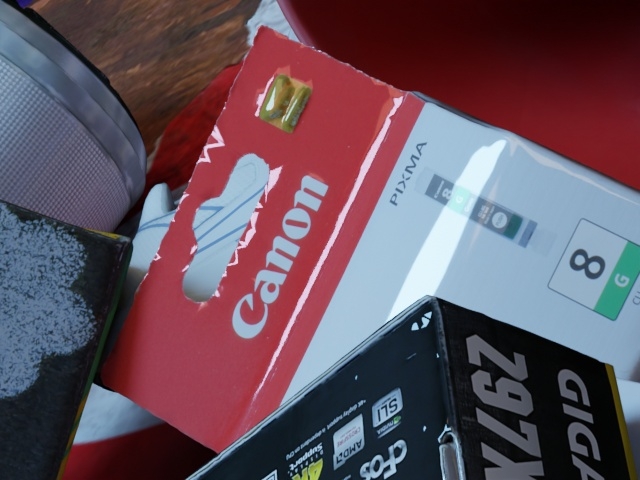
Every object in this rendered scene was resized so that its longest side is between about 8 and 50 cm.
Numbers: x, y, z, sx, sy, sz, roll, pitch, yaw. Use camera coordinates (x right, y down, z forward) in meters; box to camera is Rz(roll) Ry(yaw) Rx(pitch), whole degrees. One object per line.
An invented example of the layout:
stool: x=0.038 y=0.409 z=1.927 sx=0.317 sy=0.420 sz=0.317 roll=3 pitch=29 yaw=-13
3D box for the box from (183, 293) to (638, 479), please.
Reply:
box: x=-0.027 y=0.205 z=0.497 sx=0.322 sy=0.079 sz=0.257 roll=-41 pitch=41 yaw=37

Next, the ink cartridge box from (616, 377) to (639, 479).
ink cartridge box: x=0.116 y=0.099 z=0.548 sx=0.088 sy=0.122 sz=0.052 roll=9 pitch=59 yaw=53

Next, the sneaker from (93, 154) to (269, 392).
sneaker: x=0.000 y=0.000 z=0.782 sx=0.297 sy=0.111 sz=0.129 roll=-13 pitch=66 yaw=37

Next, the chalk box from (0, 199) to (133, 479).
chalk box: x=-0.219 y=0.113 z=0.773 sx=0.179 sy=0.180 sz=0.289 roll=161 pitch=127 yaw=-79

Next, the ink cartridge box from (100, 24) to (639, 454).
ink cartridge box: x=0.020 y=0.030 z=0.654 sx=0.225 sy=0.056 sz=0.181 roll=28 pitch=96 yaw=21

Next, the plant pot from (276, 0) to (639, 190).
plant pot: x=0.146 y=-0.167 z=0.739 sx=0.275 sy=0.275 sz=0.243 roll=5 pitch=44 yaw=51

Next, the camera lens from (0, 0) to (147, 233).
camera lens: x=-0.258 y=-0.015 z=1.018 sx=0.219 sy=0.219 sz=0.274 roll=7 pitch=56 yaw=52

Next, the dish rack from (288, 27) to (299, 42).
dish rack: x=0.122 y=-0.231 z=1.002 sx=0.333 sy=0.072 sz=0.285 roll=-46 pitch=30 yaw=-7
